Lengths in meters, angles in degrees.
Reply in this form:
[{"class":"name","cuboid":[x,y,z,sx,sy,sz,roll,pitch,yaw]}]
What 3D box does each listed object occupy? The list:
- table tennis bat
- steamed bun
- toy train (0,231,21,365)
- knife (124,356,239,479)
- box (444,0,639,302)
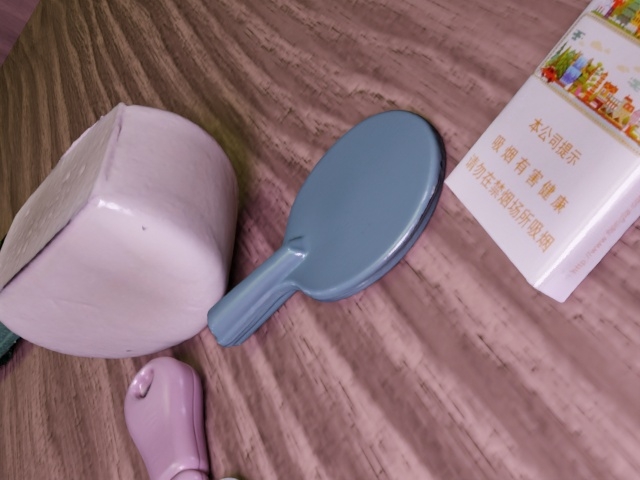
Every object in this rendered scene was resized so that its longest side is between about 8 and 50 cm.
[{"class":"table tennis bat","cuboid":[0.000,0.000,0.631,0.237,0.038,0.149,-43,37,21]},{"class":"steamed bun","cuboid":[-0.169,0.006,0.748,0.242,0.164,0.146,-36,38,39]},{"class":"toy train","cuboid":[-0.496,0.100,1.150,0.330,0.178,0.138,-41,36,33]},{"class":"knife","cuboid":[-0.077,0.199,0.600,0.081,0.043,0.336,-48,39,10]},{"class":"box","cuboid":[0.165,-0.085,0.451,0.220,0.032,0.122,-52,32,16]}]
